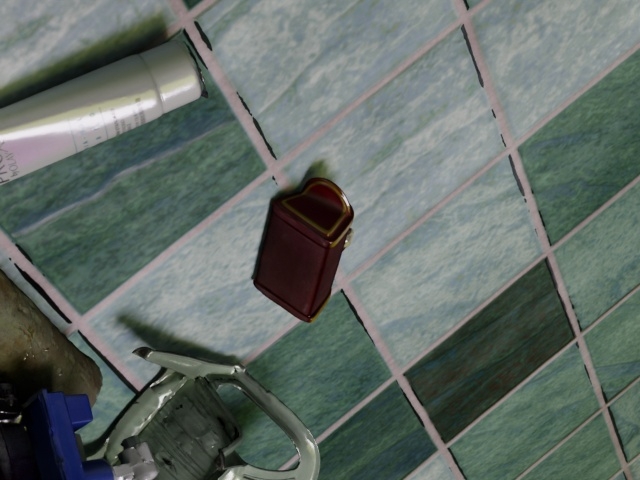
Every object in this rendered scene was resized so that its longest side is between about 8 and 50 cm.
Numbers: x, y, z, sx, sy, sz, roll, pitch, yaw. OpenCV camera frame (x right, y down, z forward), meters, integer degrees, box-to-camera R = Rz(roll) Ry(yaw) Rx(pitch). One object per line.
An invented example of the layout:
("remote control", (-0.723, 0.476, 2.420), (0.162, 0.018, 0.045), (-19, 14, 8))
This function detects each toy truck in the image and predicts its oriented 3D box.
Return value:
("toy truck", (-0.271, 0.219, 1.469), (0.177, 0.161, 0.213), (-4, 160, -40))

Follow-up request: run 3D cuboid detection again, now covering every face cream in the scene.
("face cream", (-0.217, -0.104, 1.354), (0.244, 0.058, 0.092), (-25, 147, -14))

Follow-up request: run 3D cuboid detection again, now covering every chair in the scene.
("chair", (-0.137, 0.244, 1.695), (0.203, 0.190, 0.275), (-50, 164, 9))

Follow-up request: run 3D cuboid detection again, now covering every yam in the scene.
("yam", (-0.293, 0.088, 1.453), (0.093, 0.093, 0.259), (-39, 146, -6))

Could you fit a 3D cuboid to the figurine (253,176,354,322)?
("figurine", (0.000, -0.001, 1.667), (0.098, 0.082, 0.154), (-28, 145, -44))
